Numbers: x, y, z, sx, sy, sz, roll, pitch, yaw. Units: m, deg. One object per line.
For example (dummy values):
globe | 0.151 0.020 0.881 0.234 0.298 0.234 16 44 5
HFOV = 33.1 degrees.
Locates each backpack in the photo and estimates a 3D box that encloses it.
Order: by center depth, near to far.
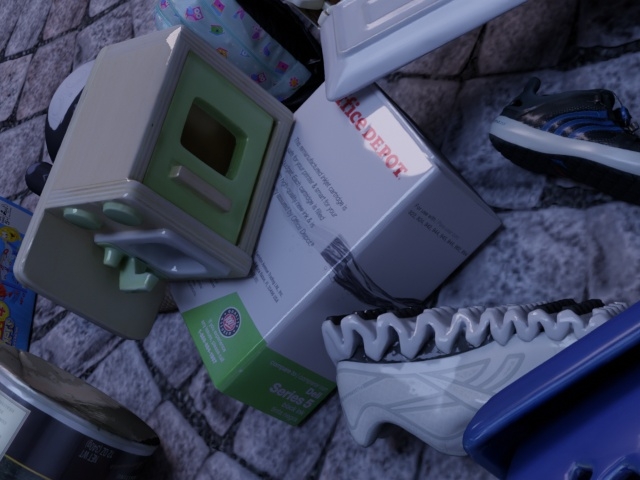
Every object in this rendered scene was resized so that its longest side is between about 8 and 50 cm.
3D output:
backpack | -0.088 -0.223 1.160 0.115 0.182 0.152 -47 44 9

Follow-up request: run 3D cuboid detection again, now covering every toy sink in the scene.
toy sink | -0.139 -0.043 0.946 0.131 0.153 0.234 -4 60 43

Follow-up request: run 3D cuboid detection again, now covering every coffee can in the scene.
coffee can | -0.313 0.265 1.047 0.201 0.201 0.275 26 84 47

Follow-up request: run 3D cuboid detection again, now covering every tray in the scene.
tray | 0.113 -0.228 0.958 0.270 0.030 0.145 -26 37 17

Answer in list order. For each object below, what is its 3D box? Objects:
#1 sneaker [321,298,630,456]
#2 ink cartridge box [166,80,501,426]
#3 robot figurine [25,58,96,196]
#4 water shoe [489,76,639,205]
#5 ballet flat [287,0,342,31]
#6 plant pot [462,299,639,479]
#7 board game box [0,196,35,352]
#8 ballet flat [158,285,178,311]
sneaker | 0.138 0.105 0.828 0.292 0.110 0.118 -6 86 33
ink cartridge box | 0.000 0.000 0.991 0.273 0.115 0.198 -45 43 11
robot figurine | -0.199 -0.106 1.195 0.278 0.173 0.209 30 89 50
water shoe | 0.224 -0.089 0.876 0.203 0.073 0.080 25 81 47
ballet flat | 0.001 -0.243 1.140 0.168 0.052 0.057 41 126 19
plant pot | 0.231 0.160 0.607 0.236 0.236 0.212 -37 39 18
board game box | -0.501 0.133 1.385 0.308 0.086 0.302 -23 51 31
ballet flat | -0.209 0.037 1.199 0.250 0.058 0.084 -11 59 38
